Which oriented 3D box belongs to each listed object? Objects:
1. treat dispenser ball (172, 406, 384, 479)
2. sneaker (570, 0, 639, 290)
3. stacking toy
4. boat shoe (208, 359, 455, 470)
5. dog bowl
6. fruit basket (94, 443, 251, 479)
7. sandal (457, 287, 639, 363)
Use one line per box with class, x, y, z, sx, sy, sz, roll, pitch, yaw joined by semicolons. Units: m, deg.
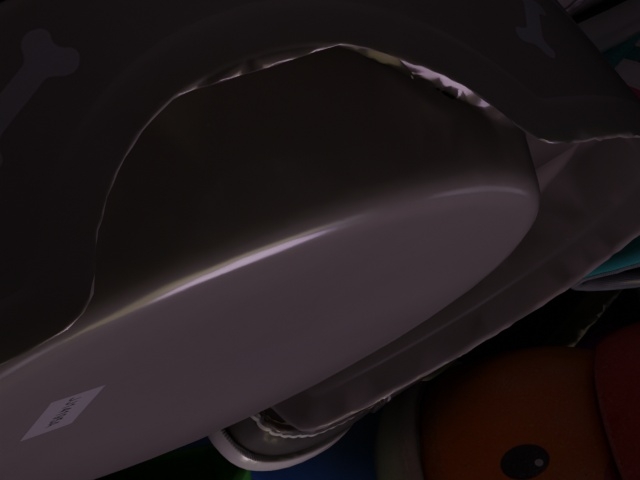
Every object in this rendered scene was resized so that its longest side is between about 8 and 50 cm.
treat dispenser ball;-0.056;0.216;1.292;0.288;0.288;0.288;-26;169;-6
sneaker;0.223;-0.062;0.966;0.295;0.178;0.124;-29;169;9
stacking toy;0.306;0.136;1.142;0.480;0.350;0.350;-32;168;19
boat shoe;0.039;0.043;1.135;0.091;0.109;0.305;-29;-176;43
dog bowl;-0.052;0.009;0.621;0.349;0.102;0.349;-24;166;-7
fruit basket;-0.240;0.211;1.032;0.392;0.392;0.283;-34;-162;32
sandal;0.159;0.131;1.457;0.446;0.107;0.167;-56;-161;5
